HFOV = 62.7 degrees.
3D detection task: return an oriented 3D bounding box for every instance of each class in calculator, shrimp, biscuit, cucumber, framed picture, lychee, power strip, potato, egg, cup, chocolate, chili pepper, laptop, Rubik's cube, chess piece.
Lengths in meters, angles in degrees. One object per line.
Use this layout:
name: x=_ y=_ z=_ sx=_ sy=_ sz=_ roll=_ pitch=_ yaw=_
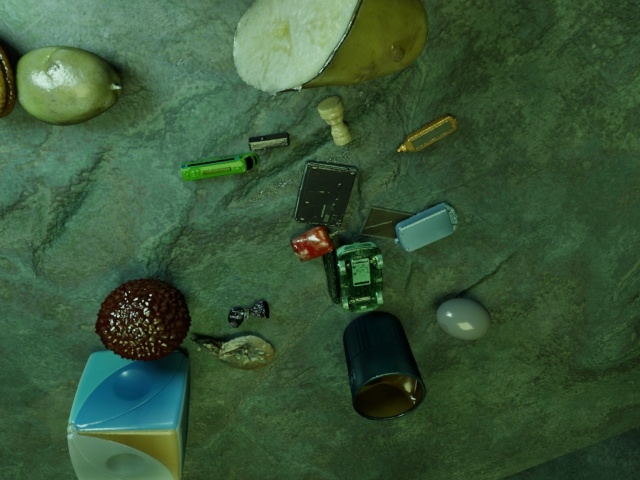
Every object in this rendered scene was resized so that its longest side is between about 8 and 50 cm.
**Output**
calculator: x=0.327 y=-0.038 z=1.635 sx=0.210 sy=0.039 sz=0.121 roll=-25 pitch=128 yaw=6
shrimp: x=-0.302 y=0.380 z=1.853 sx=0.317 sy=0.062 sz=0.164 roll=24 pitch=115 yaw=-28
biscuit: x=-0.763 y=-0.373 z=1.163 sx=0.221 sy=0.066 sz=0.220 roll=12 pitch=119 yaw=22
cucumber: x=0.039 y=0.118 z=1.716 sx=0.044 sy=0.043 sz=0.256 roll=-7 pitch=128 yaw=3
framed picture: x=0.207 y=-0.050 z=1.634 sx=0.149 sy=0.011 sz=0.109 roll=10 pitch=124 yaw=-15
lychee: x=-0.531 y=0.242 z=1.601 sx=0.265 sy=0.300 sz=0.264 roll=0 pitch=89 yaw=18
power strip: x=0.293 y=-0.291 z=1.456 sx=0.178 sy=0.028 sz=0.049 roll=-28 pitch=125 yaw=12
potato: x=0.043 y=-0.442 z=1.194 sx=0.397 sy=0.289 sz=0.296 roll=-30 pitch=156 yaw=36
egg: x=0.499 y=0.272 z=1.831 sx=0.199 sy=0.146 sz=0.146 roll=18 pitch=122 yaw=-10
cup: x=0.217 y=0.445 z=1.829 sx=0.242 sy=0.292 sz=0.307 roll=-21 pitch=127 yaw=8
potato: x=-0.574 y=-0.355 z=1.210 sx=0.252 sy=0.159 sz=0.174 roll=0 pitch=155 yaw=10
chocolate: x=-0.245 y=0.249 z=1.761 sx=0.147 sy=0.070 sz=0.072 roll=-20 pitch=99 yaw=6
chili pepper: x=0.000 y=0.000 z=1.599 sx=0.192 sy=0.084 sz=0.086 roll=-23 pitch=160 yaw=12
laptop: x=0.011 y=-0.132 z=1.535 sx=0.154 sy=0.026 sz=0.207 roll=6 pitch=126 yaw=-13
Rubik's cube: x=-0.628 y=0.600 z=1.785 sx=0.353 sy=0.351 sz=0.347 roll=2 pitch=127 yaw=-13
chess piece: x=0.044 y=-0.313 z=1.387 sx=0.066 sy=0.066 sz=0.122 roll=-22 pitch=131 yaw=8
power strip: x=-0.138 y=-0.265 z=1.409 sx=0.111 sy=0.038 sz=0.029 roll=-9 pitch=126 yaw=-2

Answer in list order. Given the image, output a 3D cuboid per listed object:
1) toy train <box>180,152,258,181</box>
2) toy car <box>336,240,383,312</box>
toy train: x=-0.272 y=-0.200 z=1.434 sx=0.209 sy=0.042 sz=0.044 roll=-9 pitch=128 yaw=-1
toy car: x=0.124 y=0.106 z=1.669 sx=0.136 sy=0.125 sz=0.305 roll=-9 pitch=137 yaw=0
